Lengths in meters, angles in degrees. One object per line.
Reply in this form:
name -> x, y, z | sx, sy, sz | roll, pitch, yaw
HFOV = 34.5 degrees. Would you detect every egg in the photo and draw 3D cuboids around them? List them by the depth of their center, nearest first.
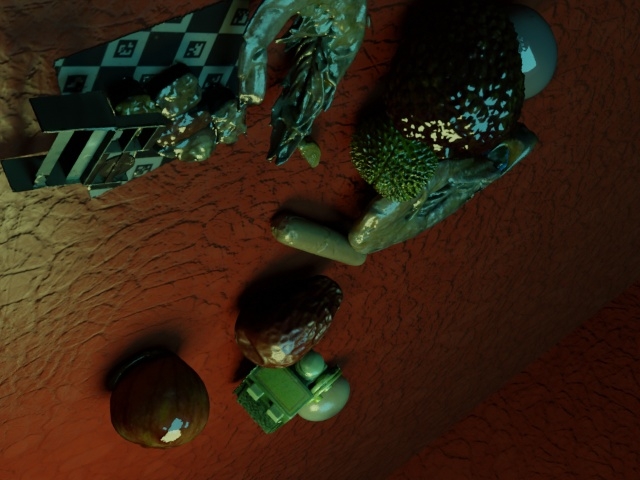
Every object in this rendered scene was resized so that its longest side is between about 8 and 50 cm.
egg -> 0.345, -0.333, 1.825 | 0.146, 0.146, 0.198 | -34, 145, -11
egg -> 0.004, 0.378, 2.513 | 0.152, 0.114, 0.114 | -26, 150, -30

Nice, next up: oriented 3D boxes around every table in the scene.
table -> -0.316, -0.132, 1.371 | 0.175, 0.062, 0.146 | -11, 158, -38

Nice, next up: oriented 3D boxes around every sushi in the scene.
sushi -> -0.211, -0.187, 1.465 | 0.294, 0.059, 0.292 | -27, 150, -21

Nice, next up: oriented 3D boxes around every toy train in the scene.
toy train -> -0.074, 0.307, 2.217 | 0.188, 0.159, 0.271 | -40, 175, -23

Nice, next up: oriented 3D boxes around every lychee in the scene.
lychee -> 0.224, -0.264, 1.696 | 0.236, 0.236, 0.271 | -10, 112, -43

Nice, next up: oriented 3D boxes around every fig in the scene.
fig -> -0.308, 0.304, 1.970 | 0.205, 0.205, 0.205 | -29, 151, -18

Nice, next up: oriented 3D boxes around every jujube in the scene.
jujube -> -0.060, 0.154, 2.067 | 0.236, 0.168, 0.168 | -39, 156, -29

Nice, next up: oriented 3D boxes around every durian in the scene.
durian -> 0.142, -0.151, 1.836 | 0.146, 0.159, 0.198 | -45, 153, 22

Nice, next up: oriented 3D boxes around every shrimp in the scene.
shrimp -> -0.037, -0.264, 1.507 | 0.247, 0.085, 0.360 | -19, 138, -45
shrimp -> 0.236, -0.115, 2.041 | 0.446, 0.110, 0.221 | -32, 159, -17

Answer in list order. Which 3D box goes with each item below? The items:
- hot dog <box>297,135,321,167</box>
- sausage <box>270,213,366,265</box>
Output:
hot dog -> -0.019, -0.159, 1.768 | 0.034, 0.030, 0.090 | -40, 153, -2
sausage -> 0.002, 0.000, 2.000 | 0.066, 0.066, 0.301 | -47, 152, 15
